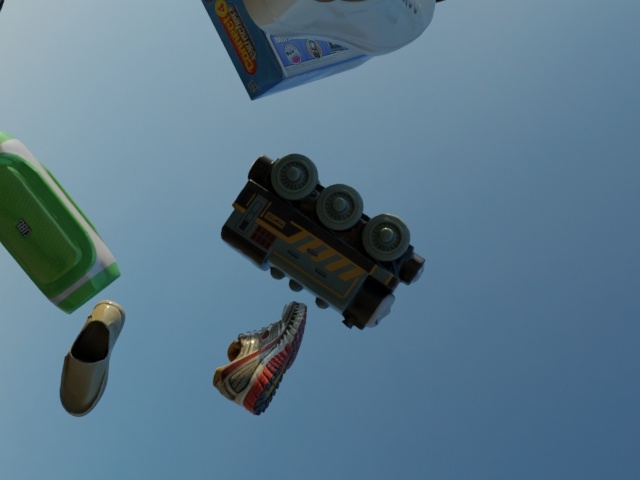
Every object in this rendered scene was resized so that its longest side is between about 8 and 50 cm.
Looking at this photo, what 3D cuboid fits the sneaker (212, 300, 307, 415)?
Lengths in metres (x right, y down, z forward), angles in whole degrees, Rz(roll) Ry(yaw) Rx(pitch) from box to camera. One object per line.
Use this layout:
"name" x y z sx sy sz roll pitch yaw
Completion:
"sneaker" -0.084 0.155 1.132 0.093 0.225 0.088 21 -57 11

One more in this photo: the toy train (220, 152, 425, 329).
"toy train" 0.000 0.000 1.242 0.190 0.334 0.142 -55 173 -5

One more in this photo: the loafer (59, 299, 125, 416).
"loafer" -0.501 0.258 1.629 0.092 0.102 0.268 -54 162 -82

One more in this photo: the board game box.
"board game box" -0.060 -0.414 1.263 0.086 0.308 0.301 -24 -86 42

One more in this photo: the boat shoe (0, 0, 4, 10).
"boat shoe" -0.524 -0.206 0.979 0.335 0.119 0.121 -55 -177 17

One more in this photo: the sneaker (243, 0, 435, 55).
"sneaker" 0.060 -0.260 0.785 0.123 0.290 0.105 -21 -90 41

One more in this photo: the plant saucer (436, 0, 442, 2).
"plant saucer" 0.154 -0.422 1.074 0.168 0.169 0.029 -64 -156 20

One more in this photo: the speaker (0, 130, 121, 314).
"speaker" -0.458 -0.028 1.232 0.296 0.131 0.131 52 -45 -6
